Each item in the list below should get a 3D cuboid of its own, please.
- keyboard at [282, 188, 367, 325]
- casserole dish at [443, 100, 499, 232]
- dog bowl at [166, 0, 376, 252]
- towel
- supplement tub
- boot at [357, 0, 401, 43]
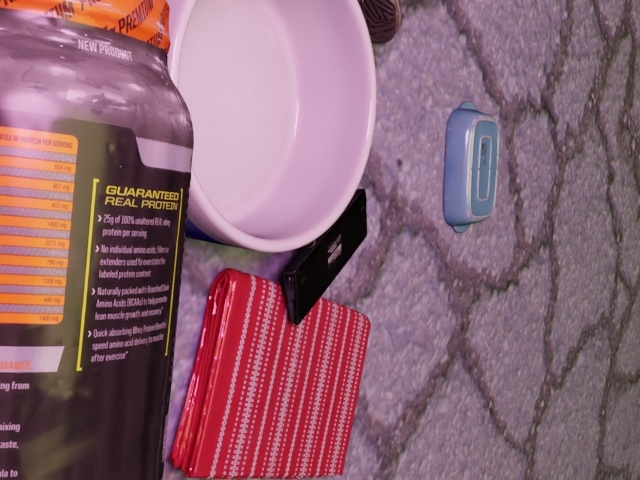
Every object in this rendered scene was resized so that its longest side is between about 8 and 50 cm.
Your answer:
[{"bbox_3d":[0.000,0.000,0.845,0.192,0.038,0.100,-50,145,-51],"label":"keyboard"},{"bbox_3d":[0.219,-0.104,1.114,0.114,0.037,0.188,-8,101,-52],"label":"casserole dish"},{"bbox_3d":[-0.065,-0.126,0.682,0.265,0.104,0.265,-13,107,-51],"label":"dog bowl"},{"bbox_3d":[-0.038,0.151,0.826,0.275,0.031,0.199,25,74,-53],"label":"towel"},{"bbox_3d":[-0.186,0.017,0.464,0.207,0.207,0.338,4,93,-53],"label":"supplement tub"},{"bbox_3d":[0.076,-0.351,0.867,0.208,0.076,0.190,-60,140,-37],"label":"boot"}]
